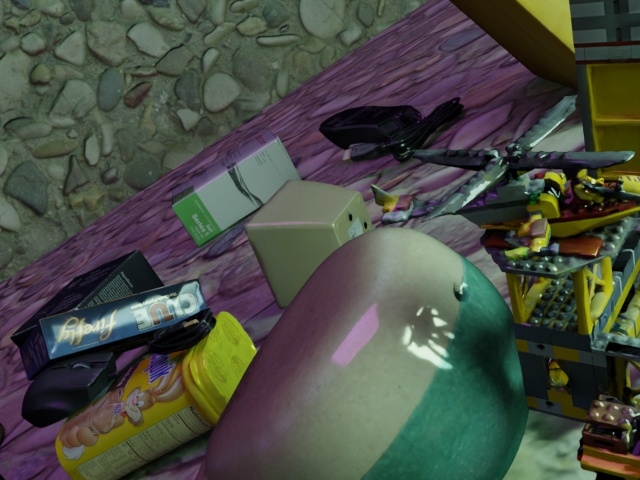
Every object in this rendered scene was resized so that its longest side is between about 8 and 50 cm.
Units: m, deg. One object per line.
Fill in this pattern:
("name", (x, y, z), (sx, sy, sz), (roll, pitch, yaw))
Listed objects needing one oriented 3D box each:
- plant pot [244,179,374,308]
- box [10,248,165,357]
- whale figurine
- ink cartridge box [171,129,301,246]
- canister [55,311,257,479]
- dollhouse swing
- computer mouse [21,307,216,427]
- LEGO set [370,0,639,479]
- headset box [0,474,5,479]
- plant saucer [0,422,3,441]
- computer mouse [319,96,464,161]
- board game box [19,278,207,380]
("plant pot", (0.000, 0.000, 0.855), (0.096, 0.109, 0.109), (-5, 29, 32))
("box", (-0.328, 0.108, 1.140), (0.156, 0.093, 0.158), (-21, 21, 34))
("whale figurine", (0.014, 0.119, 0.476), (0.272, 0.141, 0.216), (-50, 11, 35))
("ink cartridge box", (-0.154, -0.099, 1.424), (0.219, 0.093, 0.160), (-32, 17, -1))
("canister", (-0.149, 0.150, 0.733), (0.170, 0.073, 0.126), (-30, 15, 13))
("dollhouse swing", (0.346, -0.346, 0.923), (0.305, 0.315, 0.347), (-50, 12, 13))
("computer mouse", (-0.194, 0.111, 0.729), (0.242, 0.041, 0.071), (-29, 13, 22))
("LEGO set", (0.207, -0.053, 0.359), (0.255, 0.192, 0.331), (13, 42, 42))
("headset box", (-0.452, 0.264, 0.692), (0.293, 0.218, 0.110), (-37, 15, -14))
("plant saucer", (-0.536, 0.319, 1.008), (0.277, 0.041, 0.278), (-30, 16, 10))
("computer mouse", (0.081, -0.153, 1.223), (0.262, 0.060, 0.184), (3, 32, 44))
("board game box", (-0.240, 0.104, 0.886), (0.165, 0.042, 0.243), (-15, -7, -27))
